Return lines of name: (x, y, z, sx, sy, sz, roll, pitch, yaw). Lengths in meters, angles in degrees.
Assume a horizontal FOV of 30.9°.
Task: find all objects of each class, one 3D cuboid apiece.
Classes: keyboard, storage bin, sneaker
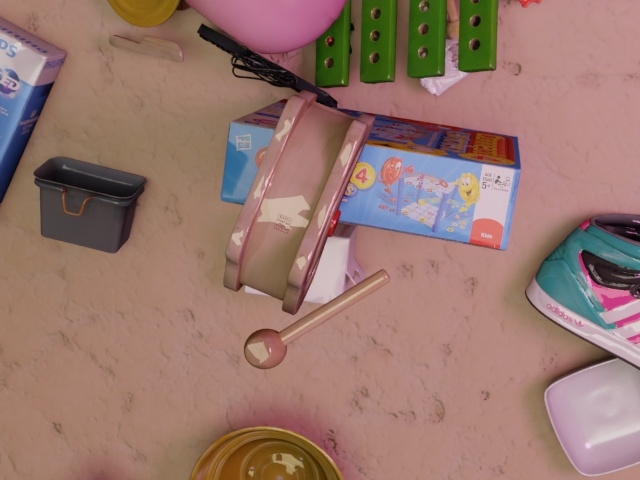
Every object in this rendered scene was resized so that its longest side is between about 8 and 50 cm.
keyboard: (-0.074, -0.203, 1.404, 0.192, 0.100, 0.038, 29, 94, 12)
storage bin: (-0.303, -0.040, 1.501, 0.135, 0.098, 0.091, 13, 115, 6)
sneaker: (0.417, 0.058, 1.393, 0.295, 0.124, 0.178, 26, 115, 4)

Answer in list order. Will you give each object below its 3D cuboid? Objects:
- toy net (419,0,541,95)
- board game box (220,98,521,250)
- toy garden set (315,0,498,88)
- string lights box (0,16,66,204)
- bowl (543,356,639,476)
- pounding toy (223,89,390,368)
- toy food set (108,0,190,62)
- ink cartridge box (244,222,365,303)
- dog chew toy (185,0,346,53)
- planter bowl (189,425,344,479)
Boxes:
toy net: (0.194, -0.279, 1.390, 0.122, 0.045, 0.232, 23, 107, 2)
board game box: (0.070, -0.084, 1.315, 0.301, 0.308, 0.086, 10, 103, 6)
toy garden set: (0.107, -0.288, 1.367, 0.244, 0.049, 0.204, 0, 87, 37)
string lights box: (-0.447, -0.156, 1.501, 0.133, 0.077, 0.260, 29, 105, 1)
bowl: (0.364, 0.216, 1.467, 0.142, 0.053, 0.142, -23, 98, 13)
pounding toy: (0.000, 0.000, 1.120, 0.154, 0.154, 0.270, 22, 85, 4)
toy food set: (-0.205, -0.337, 1.428, 0.128, 0.071, 0.218, 9, 112, 29)
ink cartridge box: (-0.014, 0.024, 1.465, 0.143, 0.092, 0.090, 8, 103, 6)
dog chew toy: (-0.020, -0.382, 1.323, 0.206, 0.206, 0.332, 35, 100, 0)
planter bowl: (-0.061, 0.334, 1.542, 0.217, 0.090, 0.217, 2, 102, 9)
